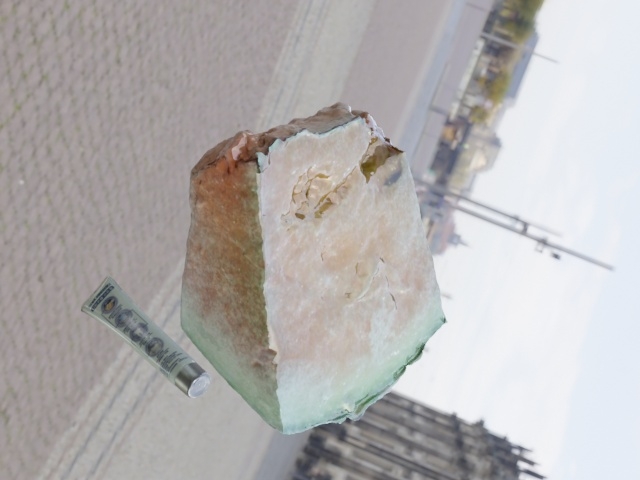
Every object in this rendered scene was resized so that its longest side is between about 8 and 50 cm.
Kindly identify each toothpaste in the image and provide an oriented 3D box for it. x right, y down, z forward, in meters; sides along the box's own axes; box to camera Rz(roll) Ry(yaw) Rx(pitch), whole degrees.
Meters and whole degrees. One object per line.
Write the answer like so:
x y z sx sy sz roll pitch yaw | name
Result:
-0.230 0.125 1.283 0.062 0.239 0.039 -52 146 -5 | toothpaste

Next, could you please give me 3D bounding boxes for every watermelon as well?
-0.010 0.004 0.949 0.264 0.151 0.302 -31 122 -41 | watermelon
